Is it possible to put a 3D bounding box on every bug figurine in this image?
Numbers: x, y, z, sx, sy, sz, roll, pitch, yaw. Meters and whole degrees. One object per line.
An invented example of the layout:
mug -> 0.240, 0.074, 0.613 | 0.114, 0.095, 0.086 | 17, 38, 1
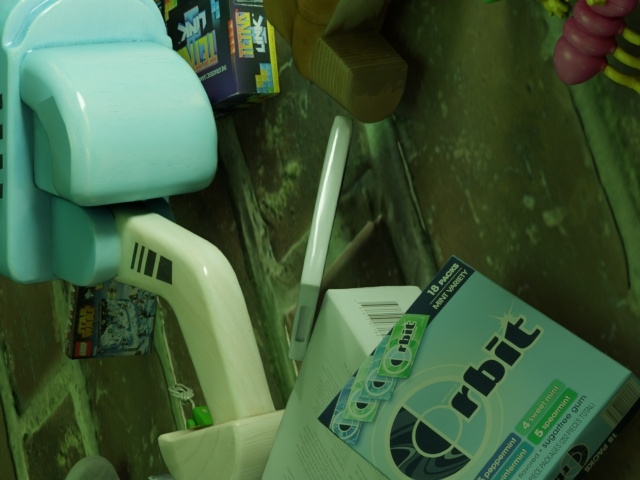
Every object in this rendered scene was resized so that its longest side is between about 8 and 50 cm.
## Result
bug figurine -> 0.176, -0.221, 1.127 | 0.279, 0.072, 0.216 | 55, 137, 44

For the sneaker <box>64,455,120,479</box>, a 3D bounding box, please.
sneaker -> -0.289, 0.328, 1.982 | 0.115, 0.090, 0.232 | 56, 137, 48

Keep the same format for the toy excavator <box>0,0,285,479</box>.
toy excavator -> -0.179, -0.022, 1.575 | 0.445, 0.222, 0.433 | 19, 111, 50

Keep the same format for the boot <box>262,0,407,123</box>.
boot -> 0.017, -0.260, 1.376 | 0.211, 0.104, 0.295 | 53, 140, 45

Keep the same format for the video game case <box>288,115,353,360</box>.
video game case -> 0.000, 0.000, 1.404 | 0.143, 0.019, 0.157 | 100, -179, -62

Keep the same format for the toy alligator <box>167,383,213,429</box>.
toy alligator -> -0.104, 0.199, 1.671 | 0.190, 0.056, 0.051 | 35, 122, 55

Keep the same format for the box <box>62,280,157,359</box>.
box -> -0.221, 0.058, 1.832 | 0.027, 0.094, 0.137 | 37, 123, 54

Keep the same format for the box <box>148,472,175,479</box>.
box -> -0.109, 0.356, 1.692 | 0.183, 0.056, 0.231 | 7, 98, 60

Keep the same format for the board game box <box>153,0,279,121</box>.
board game box -> -0.103, -0.192, 1.652 | 0.170, 0.048, 0.141 | -16, 77, 60

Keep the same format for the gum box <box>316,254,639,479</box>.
gum box -> 0.109, 0.115, 1.186 | 0.157, 0.041, 0.184 | -50, 45, -4

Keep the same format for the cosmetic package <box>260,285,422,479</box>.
cosmetic package -> 0.078, 0.261, 1.311 | 0.377, 0.097, 0.284 | 57, 137, 43
